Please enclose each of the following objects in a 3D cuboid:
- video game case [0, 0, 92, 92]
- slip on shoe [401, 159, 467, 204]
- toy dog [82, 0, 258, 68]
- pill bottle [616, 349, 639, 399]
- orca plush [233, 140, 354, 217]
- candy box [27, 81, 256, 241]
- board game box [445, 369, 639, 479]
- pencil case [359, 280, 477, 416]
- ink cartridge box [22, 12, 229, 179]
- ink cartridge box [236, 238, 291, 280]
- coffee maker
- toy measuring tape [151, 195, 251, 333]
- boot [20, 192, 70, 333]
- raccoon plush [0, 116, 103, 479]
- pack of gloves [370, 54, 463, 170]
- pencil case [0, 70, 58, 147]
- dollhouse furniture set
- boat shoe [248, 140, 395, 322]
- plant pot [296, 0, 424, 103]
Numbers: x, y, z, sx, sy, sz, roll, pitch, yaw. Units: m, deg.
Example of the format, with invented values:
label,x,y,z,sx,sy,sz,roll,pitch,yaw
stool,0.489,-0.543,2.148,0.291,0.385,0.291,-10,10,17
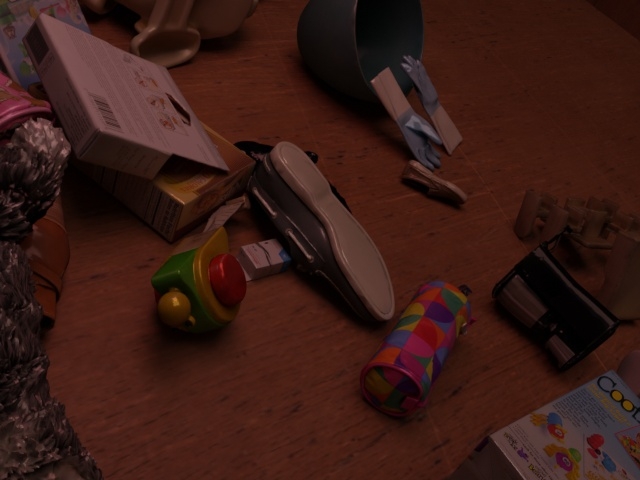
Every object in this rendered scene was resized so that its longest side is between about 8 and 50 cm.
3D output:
label,x,y,z,sx,sy,sz,roll,pitch,yaw
video game case,-0.465,-0.365,1.189,0.025,0.285,0.204,-3,29,29
slip on shoe,0.219,-0.103,1.433,0.135,0.051,0.041,34,79,-4
toy dog,-0.339,-0.581,1.461,0.408,0.284,0.395,41,41,19
pill bottle,0.593,0.250,1.193,0.215,0.117,0.117,20,40,-8
orca plush,-0.032,-0.094,1.233,0.287,0.102,0.151,44,42,19
candy box,-0.283,-0.152,1.169,0.317,0.087,0.183,36,41,12
board game box,0.316,0.300,0.966,0.275,0.142,0.144,-13,53,-37
pencil case,0.147,0.150,1.073,0.104,0.104,0.236,35,42,10
ink cartridge box,-0.289,-0.200,1.106,0.239,0.060,0.275,16,34,-52
ink cartridge box,-0.092,0.030,1.124,0.083,0.028,0.048,-15,54,-38
coffee maker,0.399,0.096,1.212,0.178,0.171,0.120,48,27,21
toy measuring tape,-0.146,0.041,1.039,0.122,0.121,0.330,27,25,0
boot,-0.454,0.013,0.903,0.284,0.109,0.220,12,45,-29
raccoon plush,-0.279,0.093,0.732,0.299,0.216,0.446,28,69,-4
pack of gloves,0.217,-0.270,1.522,0.232,0.046,0.195,57,45,-14
pencil case,-0.550,-0.231,1.057,0.386,0.160,0.167,38,8,15
dollhouse furniture set,0.518,0.025,1.418,0.212,0.160,0.242,3,23,-27
boat shoe,0.000,0.000,1.154,0.319,0.099,0.116,56,30,5
plant pot,0.067,-0.432,1.560,0.196,0.290,0.290,7,28,34
